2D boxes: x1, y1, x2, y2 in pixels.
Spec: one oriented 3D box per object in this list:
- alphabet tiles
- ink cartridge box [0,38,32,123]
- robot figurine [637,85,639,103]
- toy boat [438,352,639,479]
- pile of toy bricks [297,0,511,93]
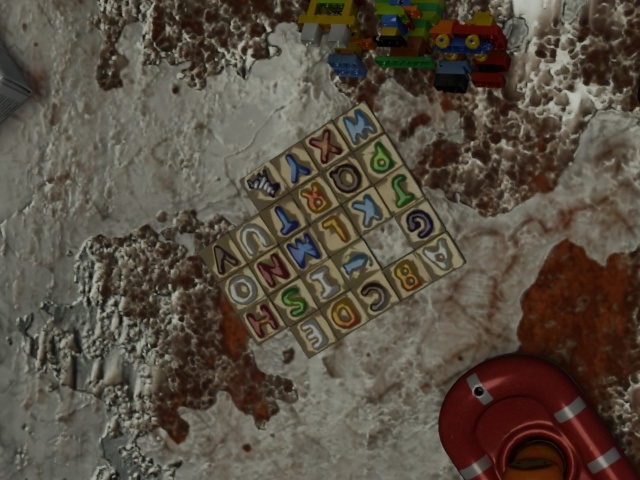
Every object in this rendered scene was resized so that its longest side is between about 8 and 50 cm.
[{"bbox_3d":[0.000,0.000,1.849,0.237,0.009,0.198,-32,90,13],"label":"alphabet tiles"},{"bbox_3d":[-0.467,-0.162,1.901,0.275,0.060,0.239,-40,63,13],"label":"ink cartridge box"},{"bbox_3d":[0.432,-0.090,1.671,0.278,0.173,0.209,35,137,6],"label":"robot figurine"},{"bbox_3d":[0.212,0.225,1.760,0.151,0.151,0.231,-35,89,13],"label":"toy boat"},{"bbox_3d":[0.097,-0.220,1.767,0.212,0.118,0.105,6,70,27],"label":"pile of toy bricks"}]
